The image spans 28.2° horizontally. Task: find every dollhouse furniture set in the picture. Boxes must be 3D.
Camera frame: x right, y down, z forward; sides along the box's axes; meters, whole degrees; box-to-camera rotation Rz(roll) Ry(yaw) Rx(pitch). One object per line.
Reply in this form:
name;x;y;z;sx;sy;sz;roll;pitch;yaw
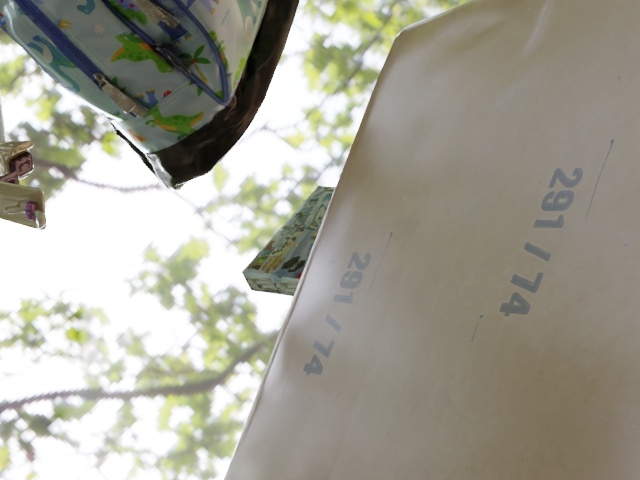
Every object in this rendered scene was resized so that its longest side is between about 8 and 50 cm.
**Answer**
dollhouse furniture set;-0.188;0.007;0.797;0.091;0.081;0.114;-38;-45;-54

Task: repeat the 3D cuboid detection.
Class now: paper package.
paper package;0.118;0.053;0.520;0.168;0.309;0.325;27;-107;-25

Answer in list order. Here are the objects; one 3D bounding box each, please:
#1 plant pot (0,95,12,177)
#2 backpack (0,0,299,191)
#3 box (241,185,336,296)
plant pot;-0.488;-0.192;1.404;0.323;0.323;0.281;-11;-64;-51
backpack;-0.179;-0.265;1.147;0.273;0.355;0.290;-28;36;46
box;0.000;0.000;1.226;0.137;0.094;0.027;-49;-53;-33
